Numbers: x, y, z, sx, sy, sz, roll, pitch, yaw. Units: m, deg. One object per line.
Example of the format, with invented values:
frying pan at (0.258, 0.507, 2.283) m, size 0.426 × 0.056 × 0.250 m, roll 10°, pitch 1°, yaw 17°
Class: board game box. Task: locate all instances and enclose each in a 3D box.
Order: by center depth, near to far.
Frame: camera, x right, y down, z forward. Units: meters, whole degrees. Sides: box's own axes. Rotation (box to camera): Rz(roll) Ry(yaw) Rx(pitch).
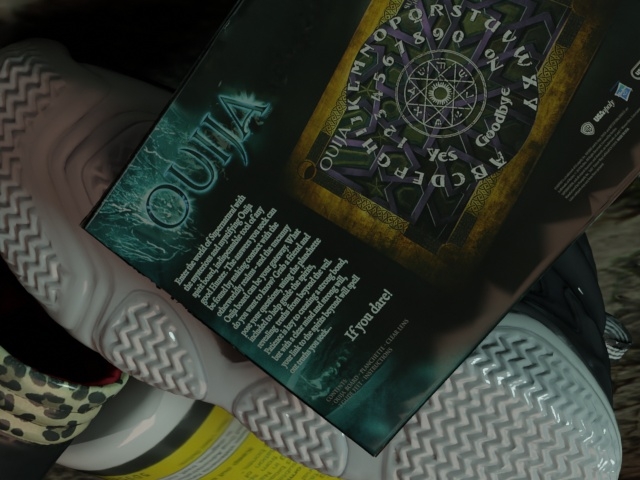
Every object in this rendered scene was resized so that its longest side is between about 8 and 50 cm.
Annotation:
board game box at (0.022, -0.032, 0.545) m, size 0.126 × 0.026 × 0.186 m, roll 39°, pitch 122°, yaw -2°

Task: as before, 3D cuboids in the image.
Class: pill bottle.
pill bottle at (-0.034, 0.064, 0.801) m, size 0.119 × 0.119 × 0.208 m, roll -18°, pitch 151°, yaw 32°

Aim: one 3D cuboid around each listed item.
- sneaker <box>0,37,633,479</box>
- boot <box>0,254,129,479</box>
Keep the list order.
sneaker at (0.000, 0.000, 0.677) m, size 0.268 × 0.153 × 0.101 m, roll 33°, pitch 121°, yaw 1°
boot at (-0.191, 0.036, 0.710) m, size 0.179 × 0.236 × 0.085 m, roll -53°, pitch 170°, yaw 34°
